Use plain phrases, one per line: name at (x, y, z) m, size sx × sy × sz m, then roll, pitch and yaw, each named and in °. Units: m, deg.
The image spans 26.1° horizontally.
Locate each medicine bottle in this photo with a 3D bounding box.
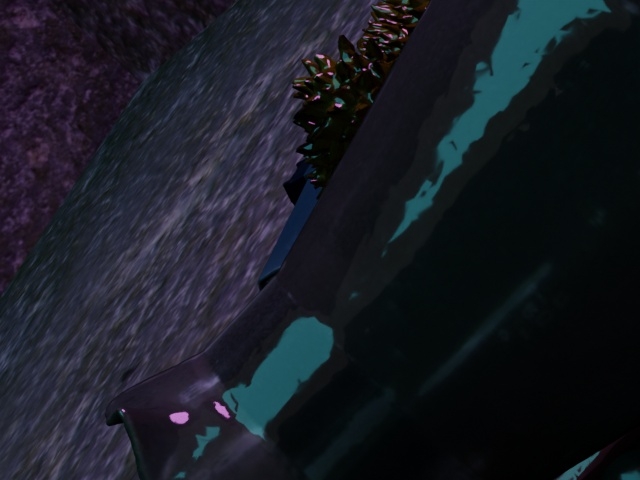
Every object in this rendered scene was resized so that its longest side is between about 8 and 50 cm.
medicine bottle at (0.000, 0.000, 1.334) m, size 0.124 × 0.079 × 0.258 m, roll -28°, pitch 26°, yaw 38°

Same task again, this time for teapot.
teapot at (0.092, 0.037, 0.703) m, size 0.344 × 0.300 × 0.253 m, roll -46°, pitch 41°, yaw 1°

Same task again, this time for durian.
durian at (0.114, -0.099, 1.004) m, size 0.258 × 0.258 × 0.293 m, roll -52°, pitch 6°, yaw -14°

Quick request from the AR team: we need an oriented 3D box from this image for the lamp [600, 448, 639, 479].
lamp at (0.104, 0.197, 0.525) m, size 0.244 × 0.197 × 0.198 m, roll -43°, pitch 16°, yaw -15°
